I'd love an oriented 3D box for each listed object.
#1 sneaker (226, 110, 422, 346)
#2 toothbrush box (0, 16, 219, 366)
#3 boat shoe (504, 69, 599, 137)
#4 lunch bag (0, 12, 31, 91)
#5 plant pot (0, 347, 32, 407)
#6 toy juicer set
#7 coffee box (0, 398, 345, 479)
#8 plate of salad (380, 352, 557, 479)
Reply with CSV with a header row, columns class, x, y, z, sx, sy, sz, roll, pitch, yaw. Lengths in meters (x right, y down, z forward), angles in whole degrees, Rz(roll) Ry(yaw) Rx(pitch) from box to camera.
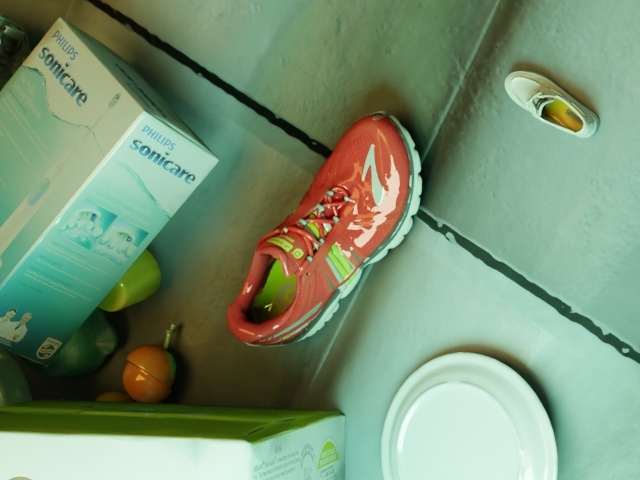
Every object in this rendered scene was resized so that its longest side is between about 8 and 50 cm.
class,x,y,z,sx,sy,sz,roll,pitch,yaw
sneaker,0.000,0.000,1.233,0.107,0.118,0.279,40,114,24
toothbrush box,-0.285,-0.054,1.339,0.295,0.126,0.216,-51,49,7
boat shoe,0.205,-0.124,1.138,0.100,0.035,0.035,40,113,25
lunch bag,-0.505,-0.170,1.516,0.305,0.212,0.256,14,84,31
plant pot,-0.449,0.208,1.354,0.235,0.293,0.293,-27,78,37
toy juicer set,-0.295,0.136,1.469,0.329,0.089,0.209,-17,102,30
coffee box,-0.175,0.326,1.174,0.337,0.338,0.335,0,87,15
plate of salad,0.142,0.207,1.195,0.199,0.048,0.200,-6,81,40
